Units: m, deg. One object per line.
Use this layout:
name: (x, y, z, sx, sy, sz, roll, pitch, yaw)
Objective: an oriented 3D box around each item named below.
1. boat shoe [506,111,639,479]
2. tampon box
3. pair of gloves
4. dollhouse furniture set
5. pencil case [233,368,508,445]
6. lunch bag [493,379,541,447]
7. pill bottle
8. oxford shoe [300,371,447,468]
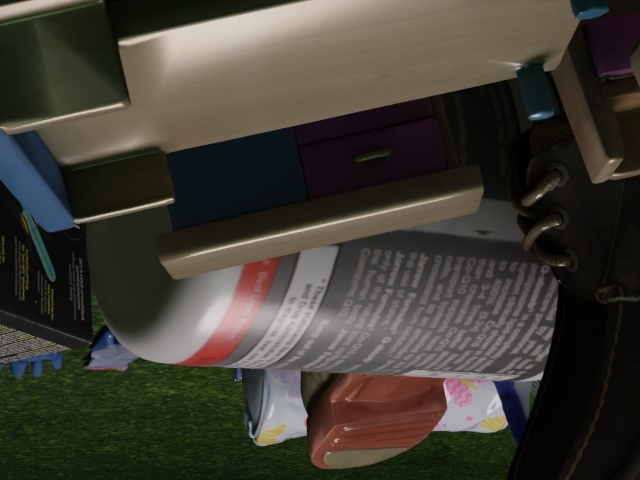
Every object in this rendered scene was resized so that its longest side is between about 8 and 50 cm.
boat shoe: (0.155, -0.024, 0.809, 0.130, 0.355, 0.132, 22, 176, -10)
tampon box: (-0.245, 0.010, 1.108, 0.101, 0.120, 0.161, -12, 160, 22)
pair of gloves: (-0.240, 0.110, 1.575, 0.198, 0.023, 0.159, 4, 161, -21)
dollhouse furniture set: (0.023, -0.129, 0.557, 0.286, 0.198, 0.303, -13, 170, 0)
pencil case: (0.057, 0.138, 1.558, 0.273, 0.124, 0.113, -2, -172, -13)
lunch bag: (0.385, 0.101, 1.294, 0.385, 0.239, 0.328, 3, 155, -41)
pill bottle: (0.062, -0.023, 0.936, 0.363, 0.210, 0.210, 6, 159, -27)
oxford shoe: (0.062, 0.041, 1.253, 0.140, 0.146, 0.397, -2, 149, -26)
